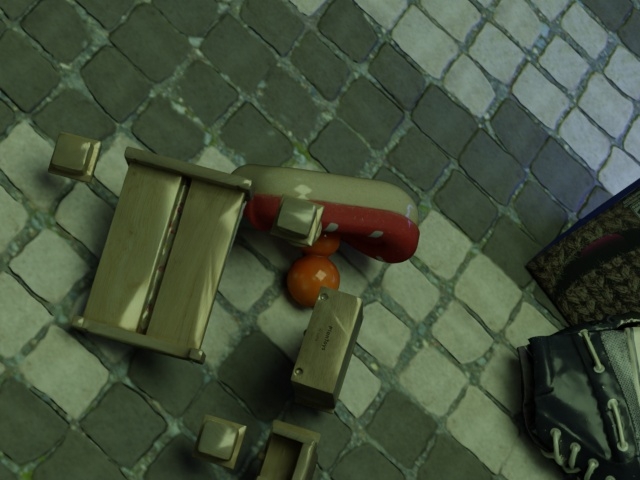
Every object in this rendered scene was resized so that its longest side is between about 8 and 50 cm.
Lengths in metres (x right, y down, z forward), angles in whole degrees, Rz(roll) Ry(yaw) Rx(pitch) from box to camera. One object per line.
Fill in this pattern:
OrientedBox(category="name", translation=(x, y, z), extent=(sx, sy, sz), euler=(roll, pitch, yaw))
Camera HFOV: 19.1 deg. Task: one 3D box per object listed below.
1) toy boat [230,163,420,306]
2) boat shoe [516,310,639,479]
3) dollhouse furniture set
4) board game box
OrientedBox(category="toy boat", translation=(0.000, 0.000, 2.126), extent=(0.231, 0.151, 0.151), euler=(7, 91, -32))
OrientedBox(category="boat shoe", translation=(0.323, 0.256, 2.220), extent=(0.158, 0.127, 0.340), euler=(-4, 72, -11))
OrientedBox(category="dollhouse furniture set", translation=(-0.144, 0.087, 2.006), extent=(0.356, 0.174, 0.303), euler=(16, 80, 5))
OrientedBox(category="board game box", translation=(0.440, 0.068, 2.319), extent=(0.291, 0.232, 0.141), euler=(52, 48, 2))
